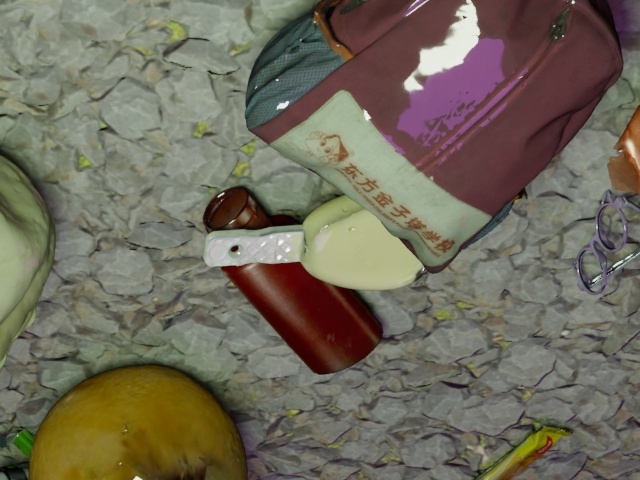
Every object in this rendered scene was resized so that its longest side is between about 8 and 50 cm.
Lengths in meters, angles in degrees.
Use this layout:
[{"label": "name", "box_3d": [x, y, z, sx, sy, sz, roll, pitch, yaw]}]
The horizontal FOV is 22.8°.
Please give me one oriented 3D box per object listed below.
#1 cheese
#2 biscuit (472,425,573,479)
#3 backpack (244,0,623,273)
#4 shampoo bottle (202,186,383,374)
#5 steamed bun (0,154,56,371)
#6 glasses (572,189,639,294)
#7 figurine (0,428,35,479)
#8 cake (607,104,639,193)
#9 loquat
[{"label": "cheese", "box_3d": [0.000, 0.000, 1.675, 0.255, 0.050, 0.127, -3, 124, -23]}, {"label": "biscuit", "box_3d": [0.215, 0.318, 2.055, 0.048, 0.026, 0.292, 10, 137, -37]}, {"label": "backpack", "box_3d": [0.121, -0.154, 1.476, 0.283, 0.197, 0.317, 34, 120, -28]}, {"label": "shampoo bottle", "box_3d": [-0.035, 0.044, 1.756, 0.102, 0.064, 0.260, -27, 128, 16]}, {"label": "steamed bun", "box_3d": [-0.396, 0.030, 1.621, 0.320, 0.275, 0.206, 6, 172, 32]}, {"label": "glasses", "box_3d": [0.348, 0.001, 1.746, 0.103, 0.062, 0.140, -10, 138, -22]}, {"label": "figurine", "box_3d": [-0.362, 0.326, 1.981, 0.192, 0.126, 0.147, -10, 131, -38]}, {"label": "cake", "box_3d": [0.423, -0.080, 1.594, 0.287, 0.135, 0.098, 15, 151, -24]}, {"label": "loquat", "box_3d": [-0.213, 0.277, 1.872, 0.263, 0.263, 0.263, 0, 134, 0]}]
